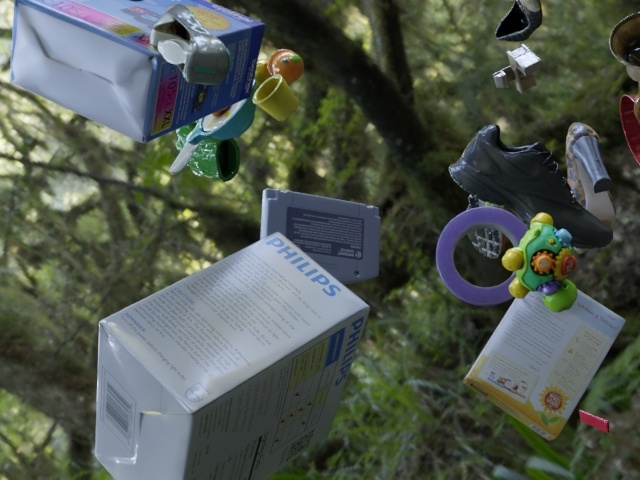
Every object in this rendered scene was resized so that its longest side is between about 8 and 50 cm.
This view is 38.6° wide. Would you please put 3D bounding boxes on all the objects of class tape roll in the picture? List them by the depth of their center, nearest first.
[{"bbox_3d":[0.319,0.032,1.769,0.189,0.189,0.080,-57,-10,-1],"label":"tape roll"}]

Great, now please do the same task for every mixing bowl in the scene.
[{"bbox_3d":[0.726,-0.243,1.959,0.098,0.181,0.181,-20,-5,5],"label":"mixing bowl"}]

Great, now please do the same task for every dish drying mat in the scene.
[{"bbox_3d":[0.651,0.429,2.170,0.008,0.083,0.032,-25,-67,-27],"label":"dish drying mat"}]

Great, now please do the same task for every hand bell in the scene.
[{"bbox_3d":[0.591,-0.286,1.653,0.126,0.126,0.242,-55,-30,-15],"label":"hand bell"}]

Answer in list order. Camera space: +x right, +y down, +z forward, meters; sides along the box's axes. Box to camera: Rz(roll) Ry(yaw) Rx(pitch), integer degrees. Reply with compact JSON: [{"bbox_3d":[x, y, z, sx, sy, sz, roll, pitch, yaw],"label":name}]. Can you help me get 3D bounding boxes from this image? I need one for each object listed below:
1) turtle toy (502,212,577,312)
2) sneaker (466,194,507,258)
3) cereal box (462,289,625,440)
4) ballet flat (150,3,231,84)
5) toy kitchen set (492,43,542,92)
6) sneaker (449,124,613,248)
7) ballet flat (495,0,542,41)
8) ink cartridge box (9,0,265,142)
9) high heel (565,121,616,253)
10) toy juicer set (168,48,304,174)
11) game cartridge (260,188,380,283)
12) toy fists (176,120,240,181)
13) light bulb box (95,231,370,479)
[{"bbox_3d":[0.280,0.034,1.126,0.095,0.066,0.130,-47,-46,-28],"label":"turtle toy"},{"bbox_3d":[0.396,-0.084,2.032,0.118,0.107,0.279,-28,-50,-29],"label":"sneaker"},{"bbox_3d":[0.372,0.183,1.513,0.240,0.173,0.047,-53,-9,-18],"label":"cereal box"},{"bbox_3d":[-0.181,-0.255,1.165,0.068,0.213,0.072,-5,-61,-28],"label":"ballet flat"},{"bbox_3d":[0.354,-0.287,1.622,0.068,0.075,0.083,-26,-52,1],"label":"toy kitchen set"},{"bbox_3d":[0.356,-0.086,1.485,0.130,0.286,0.109,-61,-6,16],"label":"sneaker"},{"bbox_3d":[0.304,-0.338,1.391,0.049,0.057,0.173,-19,-9,0],"label":"ballet flat"},{"bbox_3d":[-0.277,-0.320,1.518,0.395,0.270,0.151,-38,-31,-59],"label":"ink cartridge box"},{"bbox_3d":[0.540,-0.108,1.880,0.261,0.093,0.186,85,178,-50],"label":"high heel"},{"bbox_3d":[-0.171,-0.272,1.746,0.329,0.089,0.209,-23,38,35],"label":"toy juicer set"},{"bbox_3d":[0.000,0.000,2.056,0.060,0.294,0.196,-23,62,58],"label":"game cartridge"},{"bbox_3d":[-0.253,-0.263,1.983,0.096,0.142,0.279,-35,-48,-41],"label":"toy fists"},{"bbox_3d":[-0.151,0.234,1.485,0.361,0.225,0.358,-28,-34,-38],"label":"light bulb box"}]
